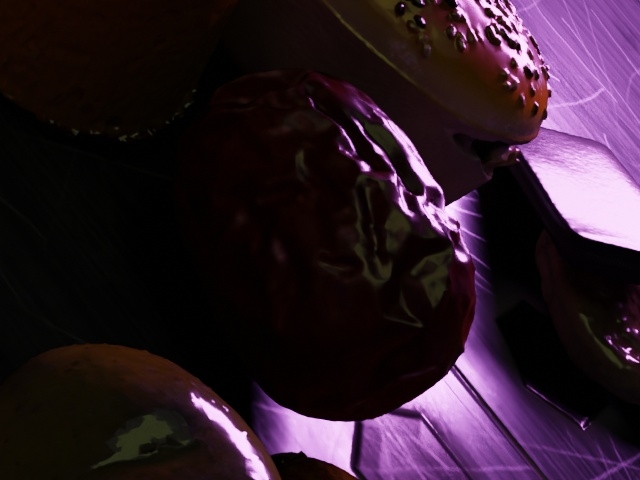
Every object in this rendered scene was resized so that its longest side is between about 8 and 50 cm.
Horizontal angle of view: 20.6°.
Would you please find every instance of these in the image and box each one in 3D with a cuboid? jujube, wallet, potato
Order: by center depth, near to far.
[{"bbox_3d":[-0.094,0.156,0.885,0.169,0.143,0.248,4,40,-33],"label":"potato"},{"bbox_3d":[0.000,0.000,1.160,0.174,0.174,0.250,12,36,-46],"label":"jujube"},{"bbox_3d":[0.236,-0.036,1.575,0.149,0.044,0.250,14,26,-24],"label":"wallet"}]

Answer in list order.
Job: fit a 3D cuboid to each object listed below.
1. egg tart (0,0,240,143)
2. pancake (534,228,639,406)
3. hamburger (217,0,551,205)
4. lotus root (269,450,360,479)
[{"bbox_3d":[-0.145,-0.186,1.199,0.215,0.171,0.215,19,52,-26],"label":"egg tart"},{"bbox_3d":[0.285,0.069,1.569,0.242,0.050,0.242,32,34,-25],"label":"pancake"},{"bbox_3d":[0.047,-0.162,1.363,0.300,0.176,0.300,43,15,-14],"label":"hamburger"},{"bbox_3d":[0.002,0.205,0.971,0.120,0.120,0.209,22,36,-37],"label":"lotus root"}]
